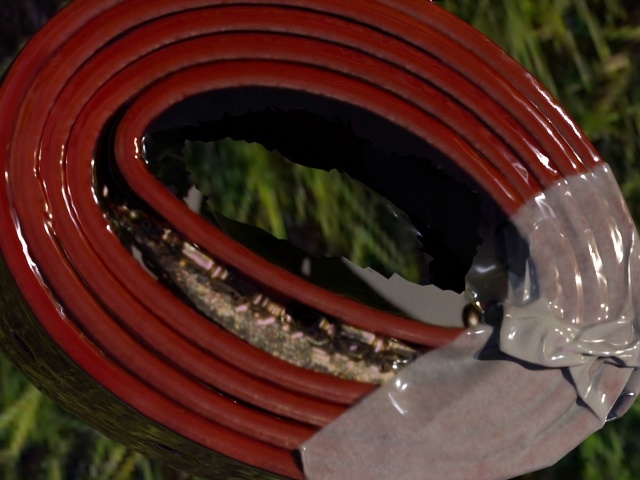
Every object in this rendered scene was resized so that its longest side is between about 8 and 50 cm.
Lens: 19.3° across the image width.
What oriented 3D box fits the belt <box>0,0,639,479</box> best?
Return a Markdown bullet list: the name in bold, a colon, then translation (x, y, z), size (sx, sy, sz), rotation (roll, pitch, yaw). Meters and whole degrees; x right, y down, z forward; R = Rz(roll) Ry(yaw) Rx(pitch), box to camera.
- **belt**: translation (0.000, 0.000, 0.841), size (0.324, 0.227, 0.115), rotation (19, 168, -17)
